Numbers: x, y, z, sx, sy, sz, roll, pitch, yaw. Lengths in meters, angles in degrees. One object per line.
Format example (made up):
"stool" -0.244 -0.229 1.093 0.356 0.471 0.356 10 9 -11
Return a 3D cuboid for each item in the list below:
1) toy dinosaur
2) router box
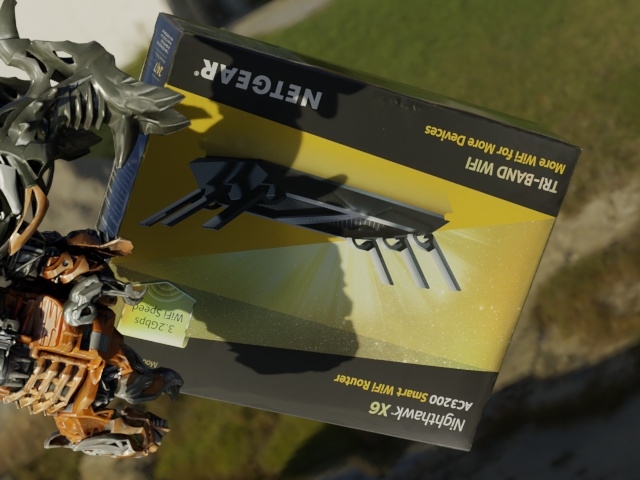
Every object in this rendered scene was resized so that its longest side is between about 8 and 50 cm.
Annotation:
"toy dinosaur" -0.190 -0.007 0.870 0.164 0.322 0.218 12 62 37
"router box" 0.000 0.000 1.101 0.309 0.243 0.081 13 13 -21
